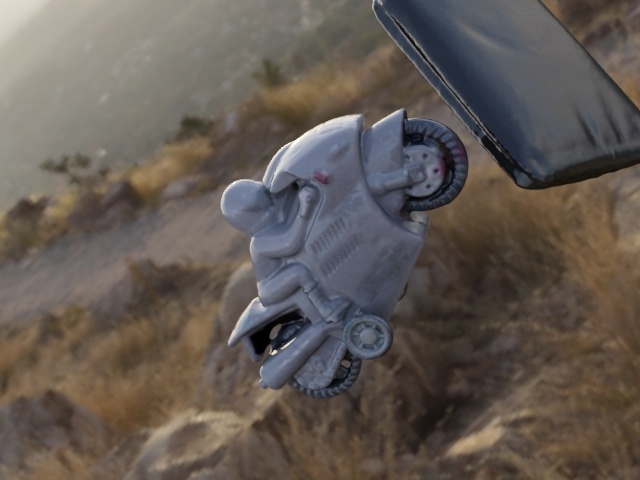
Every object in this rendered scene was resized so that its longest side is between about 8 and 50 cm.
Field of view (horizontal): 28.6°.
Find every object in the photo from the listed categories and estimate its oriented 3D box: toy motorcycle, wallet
[{"bbox_3d":[0.000,0.000,0.990,0.260,0.171,0.110,-63,-1,24],"label":"toy motorcycle"},{"bbox_3d":[0.161,-0.139,1.038,0.169,0.245,0.052,-13,-35,-33],"label":"wallet"}]
